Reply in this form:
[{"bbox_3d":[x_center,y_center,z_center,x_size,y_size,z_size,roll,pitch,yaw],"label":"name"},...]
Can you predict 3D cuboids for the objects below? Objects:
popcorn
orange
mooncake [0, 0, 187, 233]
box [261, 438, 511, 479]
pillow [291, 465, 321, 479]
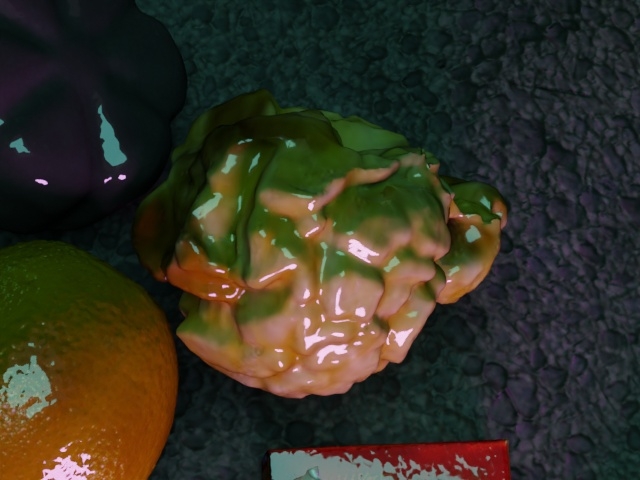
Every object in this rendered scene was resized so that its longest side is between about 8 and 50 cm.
[{"bbox_3d":[0.000,0.000,1.256,0.332,0.265,0.225,-4,108,-42],"label":"popcorn"},{"bbox_3d":[-0.220,0.118,1.212,0.236,0.236,0.236,1,75,-5],"label":"orange"},{"bbox_3d":[-0.229,-0.127,1.284,0.245,0.133,0.245,16,62,-34],"label":"mooncake"},{"bbox_3d":[0.059,0.320,1.255,0.197,0.089,0.313,-2,76,-8],"label":"box"},{"bbox_3d":[-0.104,0.264,1.215,0.254,0.078,0.144,-16,72,28],"label":"pillow"}]
